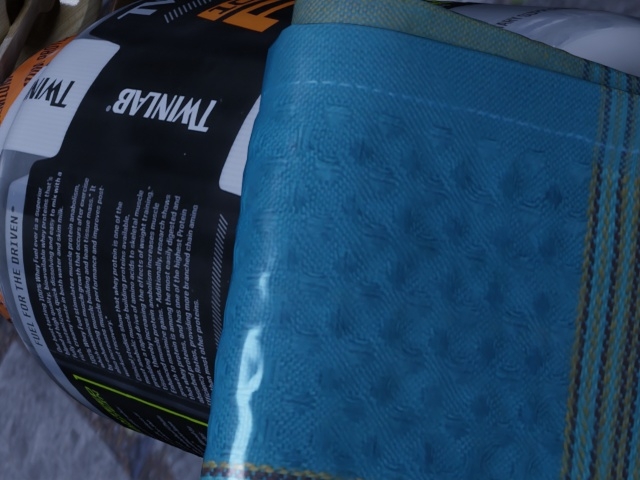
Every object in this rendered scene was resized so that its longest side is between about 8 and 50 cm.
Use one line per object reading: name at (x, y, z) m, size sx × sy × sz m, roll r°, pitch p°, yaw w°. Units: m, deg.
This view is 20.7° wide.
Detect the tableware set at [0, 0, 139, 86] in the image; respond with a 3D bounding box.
tableware set at (-0.097, -0.108, 0.845) m, size 0.039 × 0.194 × 0.128 m, roll 15°, pitch 94°, yaw 33°

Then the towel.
towel at (0.080, 0.135, 0.491) m, size 0.040 × 0.271 × 0.370 m, roll -14°, pitch 64°, yaw 63°

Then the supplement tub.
supplement tub at (0.000, 0.000, 0.687) m, size 0.316 × 0.193 × 0.193 m, roll 12°, pitch 84°, yaw 49°
